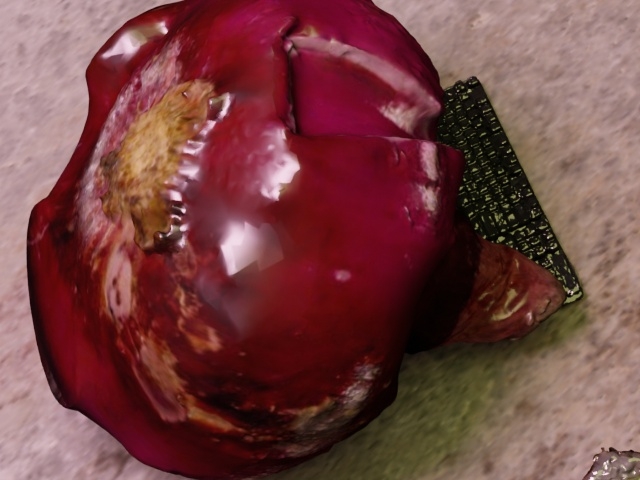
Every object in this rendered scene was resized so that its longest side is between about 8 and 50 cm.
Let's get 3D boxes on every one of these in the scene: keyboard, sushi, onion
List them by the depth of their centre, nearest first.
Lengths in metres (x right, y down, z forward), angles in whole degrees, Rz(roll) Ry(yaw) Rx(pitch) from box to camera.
[{"bbox_3d":[0.236,0.219,1.535,0.094,0.084,0.098,34,77,12],"label":"sushi"},{"bbox_3d":[0.000,0.000,1.545,0.420,0.398,0.398,12,61,-35],"label":"onion"},{"bbox_3d":[0.149,-0.038,1.685,0.072,0.023,0.231,-22,67,-3],"label":"keyboard"}]
